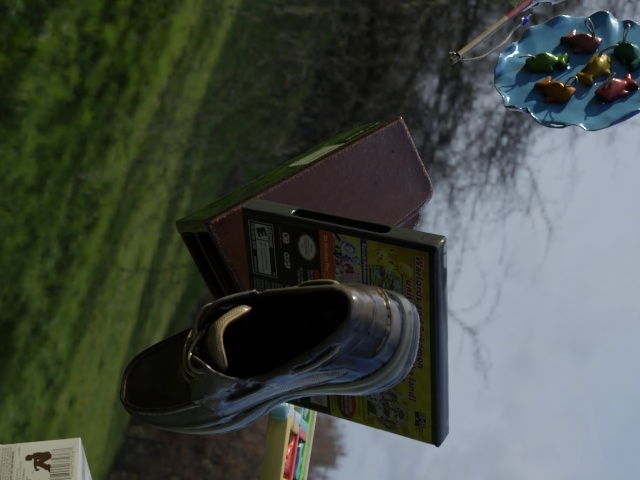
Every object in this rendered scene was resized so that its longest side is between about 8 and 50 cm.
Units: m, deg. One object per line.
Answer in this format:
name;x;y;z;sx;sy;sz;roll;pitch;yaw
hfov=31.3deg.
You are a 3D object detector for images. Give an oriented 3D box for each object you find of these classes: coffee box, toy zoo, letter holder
coffee box;-0.503;0.403;1.735;0.168;0.297;0.118;89;-6;-48
toy zoo;-0.043;0.267;1.657;0.293;0.030;0.192;66;32;-73
letter holder;0.000;0.000;1.519;0.214;0.302;0.152;64;-20;-10

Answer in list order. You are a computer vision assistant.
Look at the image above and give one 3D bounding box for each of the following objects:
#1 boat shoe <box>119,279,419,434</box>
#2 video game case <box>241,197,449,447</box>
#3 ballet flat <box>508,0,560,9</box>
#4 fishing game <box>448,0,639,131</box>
boat shoe;-0.076;0.104;1.162;0.130;0.355;0.132;37;42;-46
video game case;0.031;0.097;1.344;0.035;0.248;0.274;-43;137;-49
ballet flat;0.335;-0.392;1.774;0.079;0.077;0.221;-40;167;28
fishing game;0.265;-0.181;1.159;0.189;0.264;0.041;-39;139;-22
